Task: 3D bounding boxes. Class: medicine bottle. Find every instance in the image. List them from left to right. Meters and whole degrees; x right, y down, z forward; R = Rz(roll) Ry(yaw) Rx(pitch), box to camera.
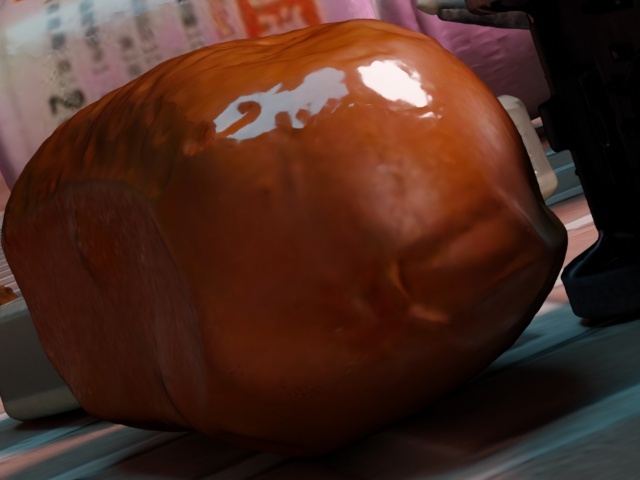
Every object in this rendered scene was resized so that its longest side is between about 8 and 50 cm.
[{"bbox_3d":[-0.026,-0.125,1.273,0.388,0.219,0.219,-18,6,8],"label":"medicine bottle"}]

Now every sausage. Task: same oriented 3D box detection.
[{"bbox_3d":[-0.017,-0.002,0.563,0.133,0.133,0.258,-22,5,-22],"label":"sausage"}]

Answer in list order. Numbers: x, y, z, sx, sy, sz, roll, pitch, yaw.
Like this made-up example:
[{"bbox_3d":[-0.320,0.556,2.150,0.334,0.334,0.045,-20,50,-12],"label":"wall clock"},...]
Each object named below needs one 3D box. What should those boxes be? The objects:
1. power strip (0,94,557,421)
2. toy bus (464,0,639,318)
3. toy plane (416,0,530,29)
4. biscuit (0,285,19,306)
[{"bbox_3d":[0.000,0.001,0.783,0.265,0.059,0.194,-24,3,-36],"label":"power strip"},{"bbox_3d":[0.124,-0.043,0.475,0.133,0.125,0.292,-19,4,1],"label":"toy bus"},{"bbox_3d":[0.180,-0.097,0.910,0.262,0.088,0.192,-6,3,-4],"label":"toy plane"},{"bbox_3d":[-0.281,0.077,1.113,0.212,0.036,0.212,-21,4,1],"label":"biscuit"}]
